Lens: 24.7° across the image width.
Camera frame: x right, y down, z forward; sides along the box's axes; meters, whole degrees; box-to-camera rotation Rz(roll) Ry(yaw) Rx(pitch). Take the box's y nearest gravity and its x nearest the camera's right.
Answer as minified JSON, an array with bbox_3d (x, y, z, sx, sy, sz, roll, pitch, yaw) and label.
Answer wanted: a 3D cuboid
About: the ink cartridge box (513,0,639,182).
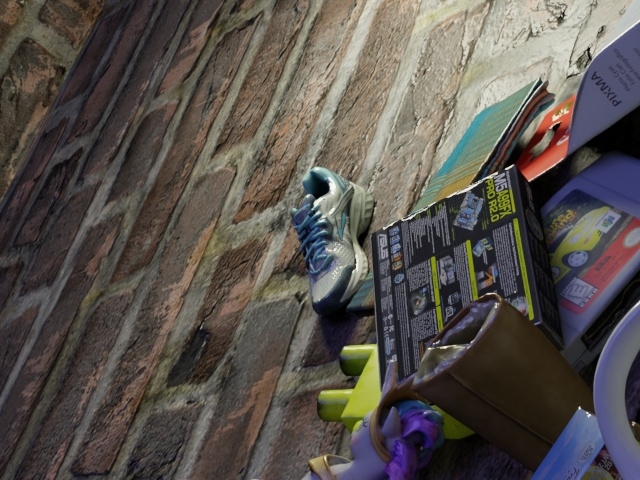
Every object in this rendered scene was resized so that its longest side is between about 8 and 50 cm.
[{"bbox_3d":[0.373,-0.233,1.873,0.385,0.091,0.308,-36,9,35],"label":"ink cartridge box"}]

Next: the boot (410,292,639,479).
[{"bbox_3d":[0.191,0.210,1.538,0.236,0.269,0.089,-49,27,7],"label":"boot"}]

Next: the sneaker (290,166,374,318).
[{"bbox_3d":[0.000,0.000,2.262,0.110,0.122,0.283,-35,31,31],"label":"sneaker"}]

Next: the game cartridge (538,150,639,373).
[{"bbox_3d":[0.316,0.024,1.753,0.294,0.060,0.196,-48,32,-7],"label":"game cartridge"}]

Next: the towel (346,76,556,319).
[{"bbox_3d":[0.178,-0.049,2.039,0.370,0.040,0.271,-56,7,-12],"label":"towel"}]

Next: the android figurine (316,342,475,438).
[{"bbox_3d":[0.132,0.173,1.835,0.273,0.056,0.248,-6,37,35],"label":"android figurine"}]

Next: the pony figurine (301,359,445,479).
[{"bbox_3d":[0.010,0.347,1.601,0.363,0.303,0.351,-42,39,36],"label":"pony figurine"}]

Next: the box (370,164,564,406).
[{"bbox_3d":[0.170,0.057,1.765,0.216,0.060,0.270,-26,40,21],"label":"box"}]

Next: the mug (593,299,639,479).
[{"bbox_3d":[0.383,0.187,1.206,0.328,0.276,0.374,-47,61,20],"label":"mug"}]

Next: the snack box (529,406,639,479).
[{"bbox_3d":[0.278,0.286,1.378,0.174,0.207,0.070,-55,27,-5],"label":"snack box"}]
